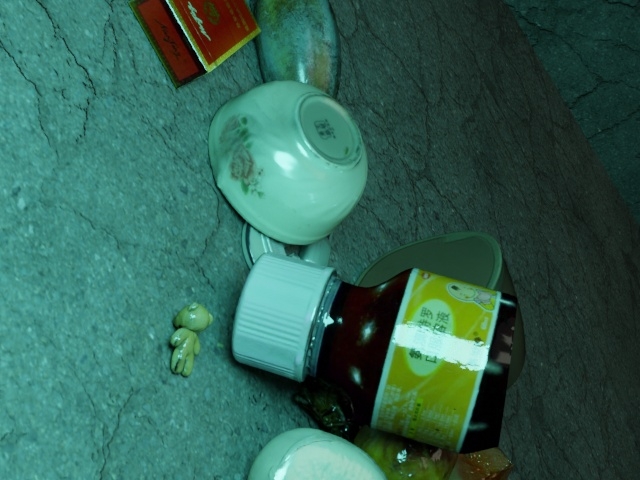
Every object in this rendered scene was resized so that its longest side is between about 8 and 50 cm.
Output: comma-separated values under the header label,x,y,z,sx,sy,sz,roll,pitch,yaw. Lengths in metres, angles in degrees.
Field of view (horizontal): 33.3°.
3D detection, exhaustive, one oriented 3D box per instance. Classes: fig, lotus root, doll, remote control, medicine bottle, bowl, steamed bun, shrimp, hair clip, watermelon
label,x,y,z,sx,sy,sz,roll,pitch,yaw
fig,0.119,0.382,1.623,0.159,0.159,0.257,-48,146,-59
lotus root,-0.031,-0.318,1.898,0.158,0.140,0.322,18,60,-57
doll,-0.175,0.131,1.436,0.061,0.051,0.093,37,43,-56
remote control,0.000,0.000,1.859,0.065,0.029,0.166,51,33,-30
medicine bottle,0.076,0.151,1.514,0.242,0.395,0.243,11,90,-83
bowl,-0.028,-0.143,1.706,0.277,0.145,0.277,24,51,-33
steamed bun,-0.006,0.358,1.485,0.228,0.130,0.177,30,69,-27
shrimp,0.026,0.344,1.650,0.365,0.071,0.233,62,34,-25
hair clip,-0.065,0.032,1.704,0.140,0.054,0.220,-7,76,-57
watermelon,0.273,0.439,2.005,0.145,0.137,0.193,-28,98,-27

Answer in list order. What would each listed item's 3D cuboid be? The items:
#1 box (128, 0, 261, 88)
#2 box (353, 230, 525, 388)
label,x,y,z,sx,sy,sz,roll,pitch,yaw
box,-0.194,-0.354,1.706,0.153,0.074,0.240,65,27,-18
box,0.219,0.149,1.884,0.216,0.301,0.301,60,29,-28
